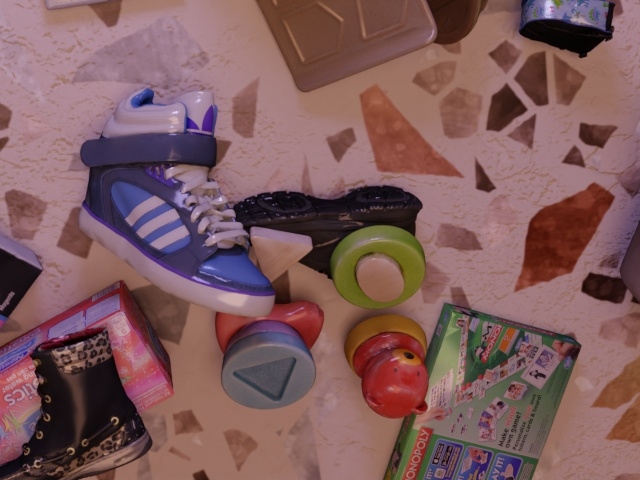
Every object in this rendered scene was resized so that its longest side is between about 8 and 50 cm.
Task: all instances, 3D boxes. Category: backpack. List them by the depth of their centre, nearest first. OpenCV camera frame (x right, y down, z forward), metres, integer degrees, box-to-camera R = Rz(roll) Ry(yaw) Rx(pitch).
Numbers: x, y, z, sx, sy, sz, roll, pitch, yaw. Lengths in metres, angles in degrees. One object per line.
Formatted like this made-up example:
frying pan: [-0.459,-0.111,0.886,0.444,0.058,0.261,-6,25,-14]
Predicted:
backpack: [0.332,-0.309,1.598,0.114,0.105,0.084,8,80,-11]

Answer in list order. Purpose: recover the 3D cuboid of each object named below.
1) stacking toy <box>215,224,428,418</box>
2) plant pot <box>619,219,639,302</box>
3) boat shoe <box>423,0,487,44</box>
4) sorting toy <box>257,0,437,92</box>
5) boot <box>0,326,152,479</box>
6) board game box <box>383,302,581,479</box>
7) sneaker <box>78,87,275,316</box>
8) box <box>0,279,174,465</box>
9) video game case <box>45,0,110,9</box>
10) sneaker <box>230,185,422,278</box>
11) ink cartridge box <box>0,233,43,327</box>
stacking toy: [0.015,0.125,1.585,0.309,0.130,0.279,2,128,-8]
plant pot: [0.580,-0.007,1.630,0.323,0.323,0.280,27,114,-15]
boat shoe: [0.189,-0.430,1.517,0.122,0.110,0.341,20,117,17]
sorting toy: [0.063,-0.348,1.522,0.307,0.041,0.229,-18,106,22]
boot: [-0.346,0.220,1.465,0.236,0.085,0.178,-18,105,-11]
board game box: [0.237,0.270,1.751,0.214,0.046,0.317,16,101,-12]
sneaker: [-0.162,-0.067,1.495,0.323,0.130,0.236,29,104,27]
box: [-0.361,0.200,1.579,0.300,0.154,0.142,-29,106,-2]
video game case: [-0.281,-0.411,1.509,0.183,0.023,0.201,-10,104,-7]
sneaker: [0.000,0.000,1.619,0.286,0.109,0.130,-2,113,-6]
ink cartridge box: [-0.557,0.016,1.488,0.371,0.069,0.175,33,97,-34]
